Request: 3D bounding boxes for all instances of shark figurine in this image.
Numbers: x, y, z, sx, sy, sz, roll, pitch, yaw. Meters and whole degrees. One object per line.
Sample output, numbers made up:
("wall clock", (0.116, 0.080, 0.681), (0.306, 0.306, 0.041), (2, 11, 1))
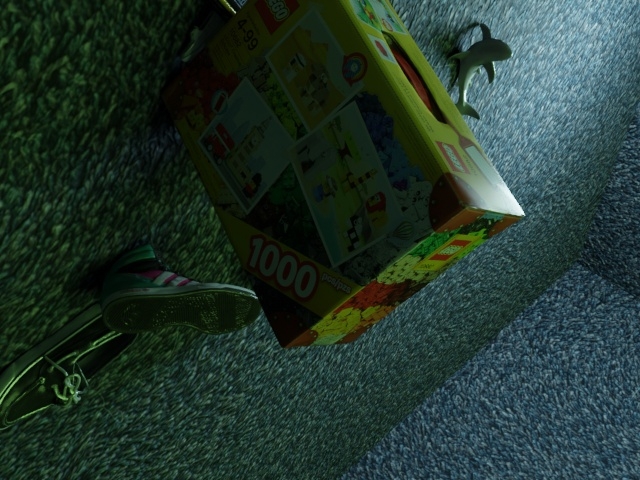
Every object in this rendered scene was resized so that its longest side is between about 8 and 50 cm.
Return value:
("shark figurine", (0.361, -0.426, 2.277), (0.116, 0.166, 0.278), (-7, 150, -24))

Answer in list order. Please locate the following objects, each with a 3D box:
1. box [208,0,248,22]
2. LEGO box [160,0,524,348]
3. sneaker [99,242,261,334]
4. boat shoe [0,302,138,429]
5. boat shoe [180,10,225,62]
("box", (-0.064, -0.498, 1.497), (0.322, 0.079, 0.257), (-54, 151, -3))
("LEGO box", (0.014, -0.138, 1.427), (0.372, 0.500, 0.193), (-40, 155, 28))
("sneaker", (-0.270, 0.088, 1.695), (0.295, 0.178, 0.124), (3, 122, -26))
("boat shoe", (-0.460, 0.241, 1.638), (0.306, 0.105, 0.113), (-39, 148, -30))
("boat shoe", (-0.201, -0.338, 1.505), (0.100, 0.035, 0.035), (-48, 125, -8))
